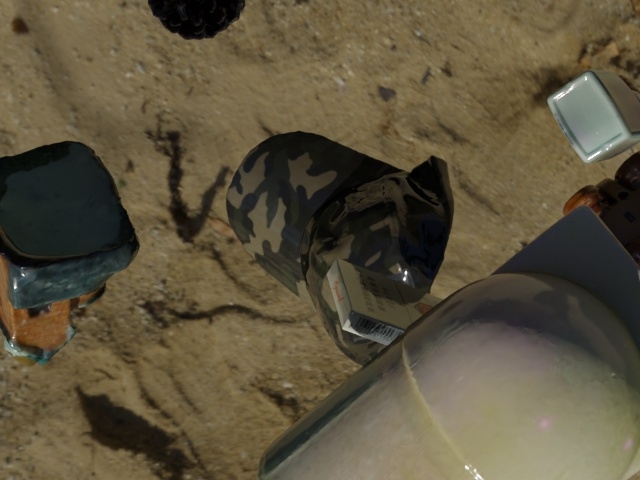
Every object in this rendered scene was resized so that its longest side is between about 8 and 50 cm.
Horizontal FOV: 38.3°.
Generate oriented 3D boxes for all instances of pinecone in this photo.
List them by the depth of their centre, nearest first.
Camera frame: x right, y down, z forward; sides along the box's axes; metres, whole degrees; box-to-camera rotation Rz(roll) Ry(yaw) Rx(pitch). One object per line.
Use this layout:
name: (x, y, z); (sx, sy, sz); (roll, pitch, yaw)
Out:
pinecone: (-0.202, -0.394, 1.457); (0.163, 0.165, 0.163); (4, 113, 10)

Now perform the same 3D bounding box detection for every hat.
hat: (0.000, 0.000, 1.428); (0.382, 0.257, 0.366); (22, 107, 9)

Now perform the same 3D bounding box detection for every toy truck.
toy truck: (0.604, -0.028, 1.763); (0.288, 0.211, 0.204); (-36, 66, -10)

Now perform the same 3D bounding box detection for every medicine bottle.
medicine bottle: (0.268, -0.117, 0.865); (0.055, 0.118, 0.074); (-37, 78, 33)
medicine bottle: (0.157, 0.173, 0.877); (0.406, 0.236, 0.235); (-42, 66, 17)

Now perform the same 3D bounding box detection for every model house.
model house: (-0.370, 0.050, 1.246); (0.253, 0.184, 0.291); (48, 136, 38)

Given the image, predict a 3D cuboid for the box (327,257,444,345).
box: (0.129, 0.105, 1.182); (0.035, 0.245, 0.139); (-62, 18, 21)

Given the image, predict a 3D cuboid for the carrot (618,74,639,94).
carrot: (0.605, -0.230, 1.703); (0.043, 0.043, 0.248); (-36, 45, 16)
